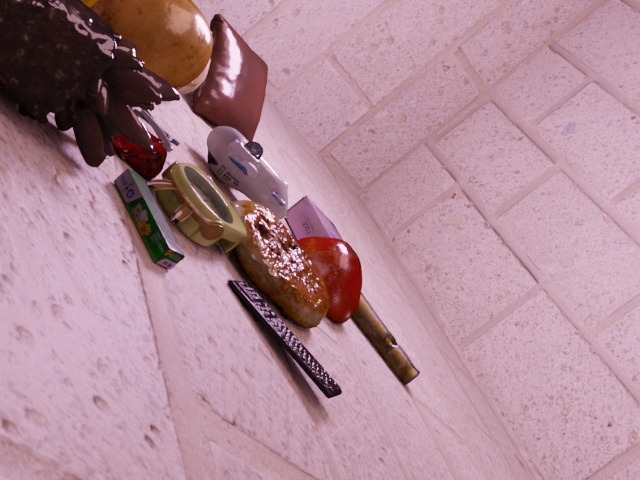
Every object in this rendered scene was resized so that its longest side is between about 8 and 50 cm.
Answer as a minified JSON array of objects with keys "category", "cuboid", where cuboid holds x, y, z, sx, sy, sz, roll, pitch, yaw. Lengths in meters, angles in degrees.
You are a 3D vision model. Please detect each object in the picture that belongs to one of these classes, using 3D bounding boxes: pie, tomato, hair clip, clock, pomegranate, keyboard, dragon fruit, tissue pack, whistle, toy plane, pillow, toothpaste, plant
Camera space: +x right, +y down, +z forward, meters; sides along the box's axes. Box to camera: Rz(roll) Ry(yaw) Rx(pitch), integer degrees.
[{"category":"pie","cuboid":[-0.091,0.043,1.725,0.315,0.092,0.315,51,10,-12]},{"category":"tomato","cuboid":[0.031,0.074,2.044,0.233,0.139,0.200,54,16,12]},{"category":"hair clip","cuboid":[-0.340,-0.231,1.734,0.115,0.030,0.039,49,10,-15]},{"category":"clock","cuboid":[-0.229,-0.064,1.510,0.170,0.069,0.232,54,10,14]},{"category":"pomegranate","cuboid":[-0.362,-0.430,1.763,0.260,0.260,0.260,50,9,-11]},{"category":"keyboard","cuboid":[-0.031,0.214,1.486,0.381,0.041,0.103,54,9,13]},{"category":"dragon fruit","cuboid":[-0.324,-0.180,1.506,0.097,0.063,0.131,43,12,-46]},{"category":"tissue pack","cuboid":[0.000,0.000,2.328,0.148,0.092,0.246,46,10,-37]},{"category":"whistle","cuboid":[0.147,0.240,2.238,0.326,0.057,0.068,52,-36,2]},{"category":"toy plane","cuboid":[-0.173,-0.156,1.989,0.267,0.122,0.267,48,-10,12]},{"category":"pillow","cuboid":[-0.251,-0.445,2.434,0.305,0.108,0.308,37,59,-58]},{"category":"toothpaste","cuboid":[-0.267,-0.034,1.305,0.178,0.037,0.043,57,14,30]},{"category":"plant","cuboid":[-0.364,-0.250,1.221,0.321,0.181,0.194,46,5,-42]}]

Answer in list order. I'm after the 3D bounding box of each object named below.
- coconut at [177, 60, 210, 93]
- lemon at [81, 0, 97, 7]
[{"category":"coconut","cuboid":[-0.354,-0.447,2.087,0.183,0.171,0.171,48,6,29]},{"category":"lemon","cuboid":[-0.490,-0.509,1.468,0.253,0.228,0.228,29,16,-18]}]
